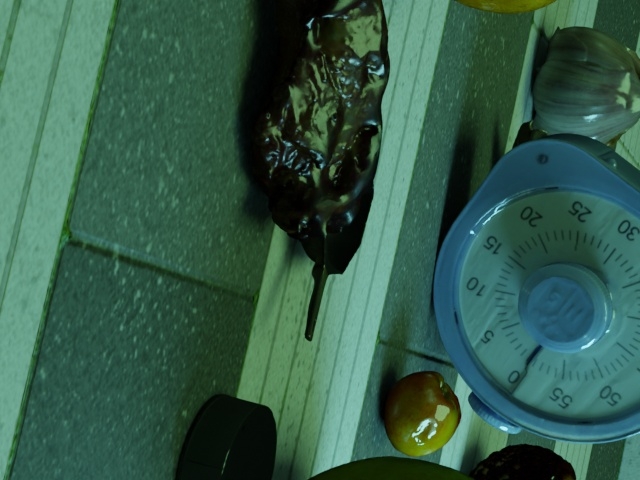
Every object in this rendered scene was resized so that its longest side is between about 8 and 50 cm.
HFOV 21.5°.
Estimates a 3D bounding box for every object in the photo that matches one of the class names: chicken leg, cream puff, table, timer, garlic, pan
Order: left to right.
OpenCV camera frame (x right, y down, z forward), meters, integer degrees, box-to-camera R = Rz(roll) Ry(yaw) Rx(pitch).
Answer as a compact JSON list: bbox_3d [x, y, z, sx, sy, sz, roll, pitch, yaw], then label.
[{"bbox_3d":[-0.085,0.211,1.548,0.133,0.043,0.133,11,90,-70],"label":"table"},{"bbox_3d":[-0.015,-0.180,1.486,0.158,0.096,0.407,-37,135,-34],"label":"chicken leg"},{"bbox_3d":[-0.002,-0.013,1.652,0.202,0.048,0.128,-58,150,-48],"label":"pan"},{"bbox_3d":[0.288,0.417,2.484,0.239,0.165,0.239,7,90,-68],"label":"cream puff"},{"bbox_3d":[0.319,0.087,2.130,0.173,0.395,0.394,-19,117,-68],"label":"timer"},{"bbox_3d":[0.422,-0.212,2.498,0.207,0.257,0.207,-46,-145,47],"label":"garlic"}]

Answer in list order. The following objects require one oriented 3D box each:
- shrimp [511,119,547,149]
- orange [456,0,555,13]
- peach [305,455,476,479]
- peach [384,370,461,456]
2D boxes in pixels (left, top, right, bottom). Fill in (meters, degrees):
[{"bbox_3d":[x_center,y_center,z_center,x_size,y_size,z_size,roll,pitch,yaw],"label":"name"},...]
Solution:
[{"bbox_3d":[0.259,-0.013,2.328,0.168,0.077,0.317,-38,138,-57],"label":"shrimp"},{"bbox_3d":[0.190,-0.354,1.757,0.240,0.240,0.240,11,90,-70],"label":"orange"},{"bbox_3d":[0.062,0.358,1.678,0.316,0.281,0.314,-26,167,-33],"label":"peach"},{"bbox_3d":[0.119,0.211,2.038,0.101,0.101,0.100,11,90,-70],"label":"peach"}]
